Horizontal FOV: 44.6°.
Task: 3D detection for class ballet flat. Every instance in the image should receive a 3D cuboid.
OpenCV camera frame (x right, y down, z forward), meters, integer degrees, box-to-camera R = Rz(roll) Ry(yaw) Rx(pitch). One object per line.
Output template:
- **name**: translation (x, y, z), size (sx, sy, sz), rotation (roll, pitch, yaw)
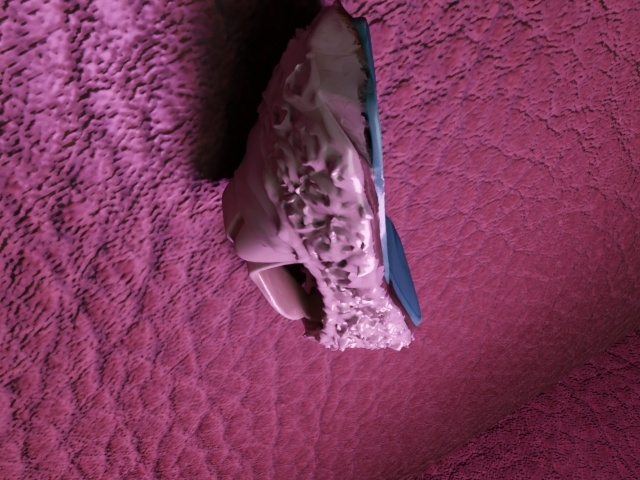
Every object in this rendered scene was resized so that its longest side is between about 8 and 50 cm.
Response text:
- **ballet flat**: translation (0.000, 0.000, 0.593), size (0.147, 0.147, 0.409), rotation (-33, 152, -6)
